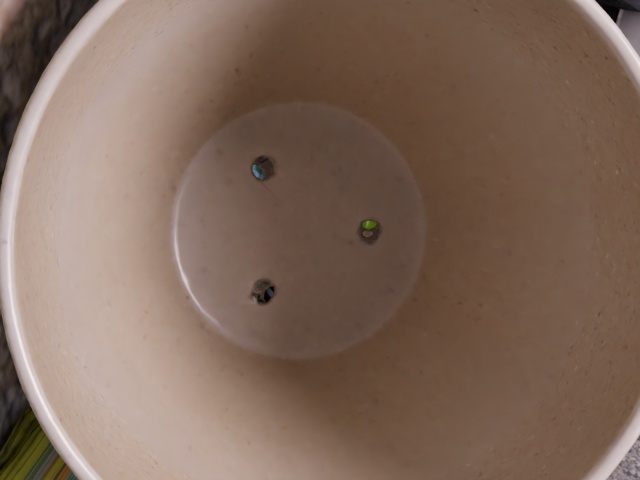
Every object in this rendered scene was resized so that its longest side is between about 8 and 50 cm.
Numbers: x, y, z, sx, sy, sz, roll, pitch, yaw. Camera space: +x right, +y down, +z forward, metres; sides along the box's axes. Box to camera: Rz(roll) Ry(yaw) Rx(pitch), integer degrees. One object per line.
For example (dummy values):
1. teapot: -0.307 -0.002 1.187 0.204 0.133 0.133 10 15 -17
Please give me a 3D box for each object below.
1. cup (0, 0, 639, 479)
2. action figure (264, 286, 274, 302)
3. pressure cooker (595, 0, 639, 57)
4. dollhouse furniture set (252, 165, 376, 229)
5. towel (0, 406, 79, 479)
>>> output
1. cup: 0.000 0.000 0.681 0.237 0.331 0.331 -160 -98 -80
2. action figure: 0.006 0.076 0.954 0.141 0.164 0.276 64 2 29
3. pressure cooker: 0.241 -0.214 0.789 0.370 0.420 0.376 98 1 -67
4. dollhouse furniture set: 0.051 -0.105 0.966 0.301 0.151 0.198 16 87 -74
5. towel: -0.164 0.203 0.718 0.237 0.021 0.102 86 29 -48
